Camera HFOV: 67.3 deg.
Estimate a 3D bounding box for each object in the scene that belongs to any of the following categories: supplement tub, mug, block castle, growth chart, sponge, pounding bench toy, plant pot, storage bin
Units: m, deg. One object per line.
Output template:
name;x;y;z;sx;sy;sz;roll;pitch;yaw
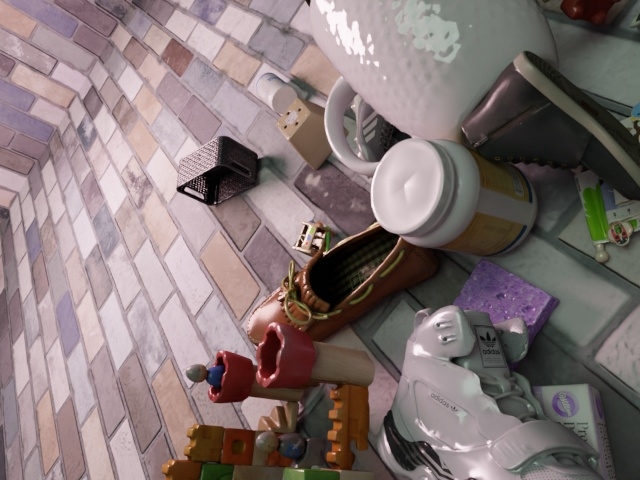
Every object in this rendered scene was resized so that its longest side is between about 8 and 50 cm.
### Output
supplement tub;0.182;-0.056;0.658;0.144;0.200;0.144;-14;71;50
mug;0.150;-0.268;0.756;0.374;0.276;0.328;-47;59;24
block castle;-0.090;0.363;0.655;0.303;0.213;0.453;-35;45;53
growth chart;0.399;-0.099;0.564;0.237;0.021;0.171;129;143;-52
sponge;0.222;0.140;0.672;0.117;0.031;0.210;35;97;46
pounding bench toy;0.000;0.000;0.918;0.083;0.052;0.065;14;81;44
plant pot;-0.027;-0.234;1.016;0.109;0.096;0.109;-47;48;16
storage bin;-0.250;-0.165;1.167;0.180;0.122;0.084;-20;59;35
supplement tub;-0.109;-0.357;1.162;0.071;0.071;0.107;-52;47;11

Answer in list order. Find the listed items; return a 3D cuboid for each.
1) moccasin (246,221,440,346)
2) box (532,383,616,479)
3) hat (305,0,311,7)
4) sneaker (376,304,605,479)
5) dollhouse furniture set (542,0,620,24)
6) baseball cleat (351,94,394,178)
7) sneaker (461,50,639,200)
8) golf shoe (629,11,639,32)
moccasin;0.010;0.081;0.806;0.380;0.147;0.139;-27;55;31
box;0.287;0.322;0.510;0.067;0.063;0.323;-15;62;36
hat;0.110;-0.574;0.936;0.134;0.331;0.331;40;100;20
sneaker;0.197;0.184;0.509;0.366;0.137;0.210;-2;77;62
dollhouse furniture set;0.441;-0.445;0.609;0.374;0.201;0.152;-29;54;27
baseball cleat;0.114;-0.216;0.900;0.110;0.072;0.205;-22;62;26
sneaker;0.286;-0.111;0.583;0.222;0.083;0.118;46;133;7
golf shoe;0.475;-0.213;0.574;0.120;0.105;0.272;-38;45;50
